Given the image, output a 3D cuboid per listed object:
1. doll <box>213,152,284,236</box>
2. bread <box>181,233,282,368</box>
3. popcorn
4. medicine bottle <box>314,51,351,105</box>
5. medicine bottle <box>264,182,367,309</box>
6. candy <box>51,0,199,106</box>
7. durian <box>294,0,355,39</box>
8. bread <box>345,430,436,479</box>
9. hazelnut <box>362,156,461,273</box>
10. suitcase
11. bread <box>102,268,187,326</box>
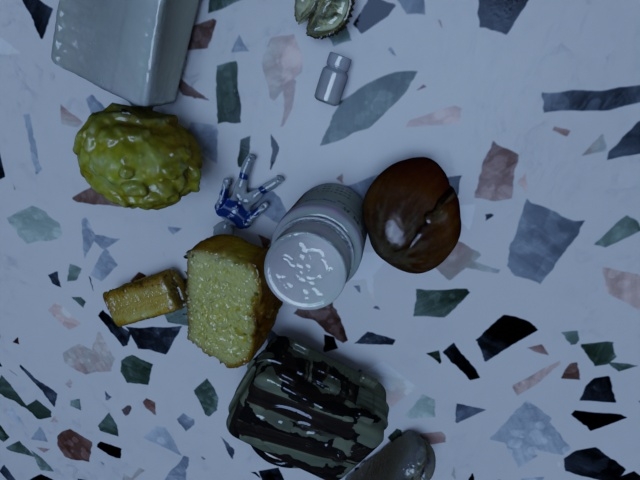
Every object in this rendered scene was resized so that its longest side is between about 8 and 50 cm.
[{"bbox_3d":[-0.184,-0.078,0.897,0.114,0.057,0.227,35,104,-10],"label":"doll"},{"bbox_3d":[-0.178,0.114,0.897,0.194,0.179,0.340,20,127,9],"label":"bread"},{"bbox_3d":[-0.356,-0.184,0.798,0.266,0.233,0.192,56,145,26],"label":"popcorn"},{"bbox_3d":[0.025,-0.309,0.771,0.052,0.052,0.089,21,113,2],"label":"medicine bottle"},{"bbox_3d":[0.000,0.000,0.762,0.170,0.293,0.170,4,111,11],"label":"medicine bottle"},{"bbox_3d":[-0.338,-0.449,0.737,0.208,0.145,0.359,24,112,2],"label":"candy"},{"bbox_3d":[0.017,-0.435,0.715,0.110,0.071,0.140,29,126,4],"label":"durian"},{"bbox_3d":[0.173,0.659,1.042,0.102,0.183,0.337,32,113,-11],"label":"bread"},{"bbox_3d":[0.181,-0.046,0.772,0.181,0.181,0.212,-33,101,21],"label":"hazelnut"},{"bbox_3d":[-0.047,0.423,0.987,0.351,0.194,0.339,28,120,-5],"label":"suitcase"},{"bbox_3d":[-0.438,0.146,1.011,0.211,0.083,0.114,-16,101,16],"label":"bread"}]
